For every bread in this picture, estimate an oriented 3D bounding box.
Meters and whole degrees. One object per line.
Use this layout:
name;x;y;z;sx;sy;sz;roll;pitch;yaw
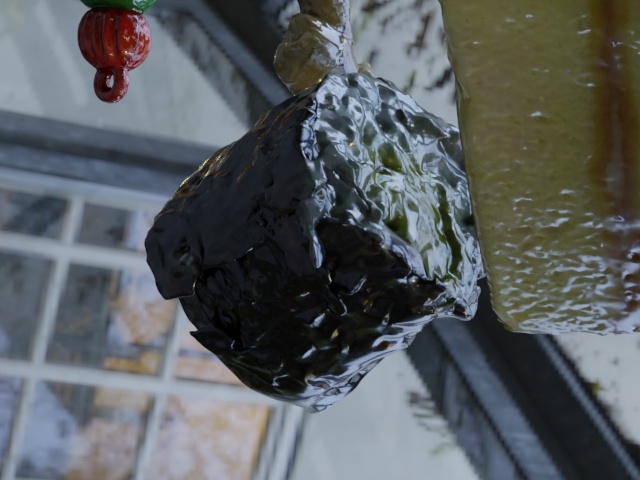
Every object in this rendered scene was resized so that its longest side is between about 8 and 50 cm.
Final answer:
bread;0.151;-0.042;0.808;0.163;0.168;0.264;-64;148;-66

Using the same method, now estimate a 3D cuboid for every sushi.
sushi;0.001;-0.002;1.703;0.294;0.299;0.281;-33;-139;39

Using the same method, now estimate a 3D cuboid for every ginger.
ginger;0.013;-0.177;1.925;0.081;0.148;0.333;-3;-61;28

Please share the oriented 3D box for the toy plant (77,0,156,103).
toy plant;-0.137;-0.236;1.185;0.155;0.088;0.240;-30;-114;35
